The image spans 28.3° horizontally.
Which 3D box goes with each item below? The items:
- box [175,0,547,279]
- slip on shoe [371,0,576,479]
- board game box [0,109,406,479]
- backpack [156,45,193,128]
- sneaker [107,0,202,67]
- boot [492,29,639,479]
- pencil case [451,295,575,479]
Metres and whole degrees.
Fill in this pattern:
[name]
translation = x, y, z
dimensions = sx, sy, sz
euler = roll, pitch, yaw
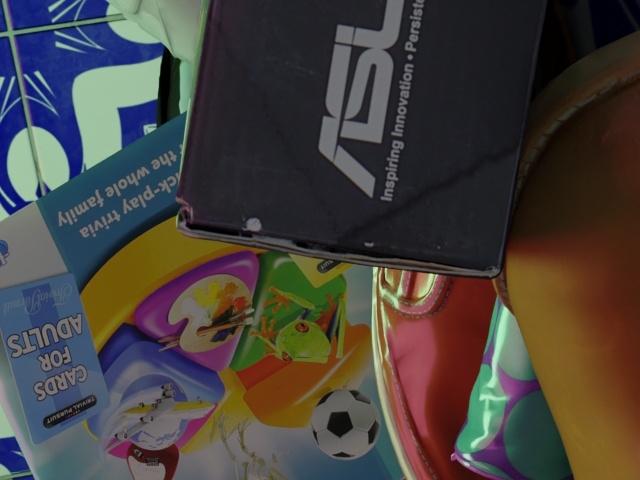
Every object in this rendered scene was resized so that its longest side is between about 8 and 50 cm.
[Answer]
[box]
translation = 0.022, -0.196, 0.450
dimensions = 0.318, 0.097, 0.395
euler = -145, 64, -81
[slip on shoe]
translation = 0.087, 0.011, 0.607
dimensions = 0.101, 0.123, 0.331
euler = 136, 129, -79
[board game box]
translation = -0.031, 0.097, 0.715
dimensions = 0.336, 0.253, 0.079
euler = 61, -173, 13
[backpack]
translation = -0.020, -0.073, 0.995
dimensions = 0.356, 0.273, 0.290
euler = -72, -19, -54
[sneaker]
translation = -0.092, -0.187, 0.848
dimensions = 0.210, 0.137, 0.366
euler = 37, -177, -6
[boot]
translation = 0.124, 0.101, 0.358
dimensions = 0.220, 0.109, 0.283
euler = -103, 4, -46
[pencil case]
translation = 0.099, 0.028, 0.531
dimensions = 0.070, 0.064, 0.152
euler = 13, 94, 39
